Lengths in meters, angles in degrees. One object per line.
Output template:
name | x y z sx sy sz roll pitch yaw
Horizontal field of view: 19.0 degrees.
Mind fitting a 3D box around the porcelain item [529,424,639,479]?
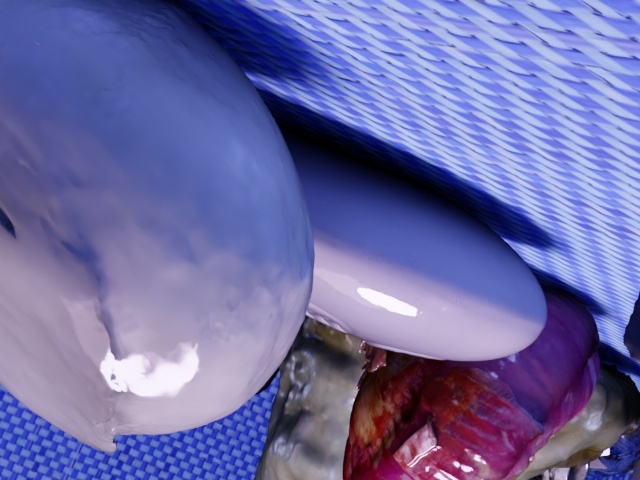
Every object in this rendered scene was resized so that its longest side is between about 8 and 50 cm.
porcelain item | 0.219 0.227 2.007 0.186 0.138 0.288 15 -155 36

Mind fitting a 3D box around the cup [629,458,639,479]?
cup | 0.403 0.291 1.473 0.371 0.253 0.253 23 176 8

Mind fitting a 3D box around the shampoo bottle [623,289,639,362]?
shampoo bottle | 0.273 0.089 0.966 0.098 0.071 0.309 18 174 44

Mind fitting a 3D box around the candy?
candy | -0.114 -0.031 0.970 0.295 0.185 0.295 38 151 26

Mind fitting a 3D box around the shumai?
shumai | 0.080 0.197 1.744 0.324 0.323 0.397 28 176 -10

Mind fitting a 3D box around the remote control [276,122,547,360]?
remote control | -0.015 -0.012 1.174 0.332 0.103 0.221 25 -179 21

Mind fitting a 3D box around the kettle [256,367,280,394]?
kettle | -0.145 0.019 1.831 0.250 0.207 0.271 9 -157 -2

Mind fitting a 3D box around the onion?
onion | 0.094 0.108 1.384 0.163 0.230 0.230 50 177 3
